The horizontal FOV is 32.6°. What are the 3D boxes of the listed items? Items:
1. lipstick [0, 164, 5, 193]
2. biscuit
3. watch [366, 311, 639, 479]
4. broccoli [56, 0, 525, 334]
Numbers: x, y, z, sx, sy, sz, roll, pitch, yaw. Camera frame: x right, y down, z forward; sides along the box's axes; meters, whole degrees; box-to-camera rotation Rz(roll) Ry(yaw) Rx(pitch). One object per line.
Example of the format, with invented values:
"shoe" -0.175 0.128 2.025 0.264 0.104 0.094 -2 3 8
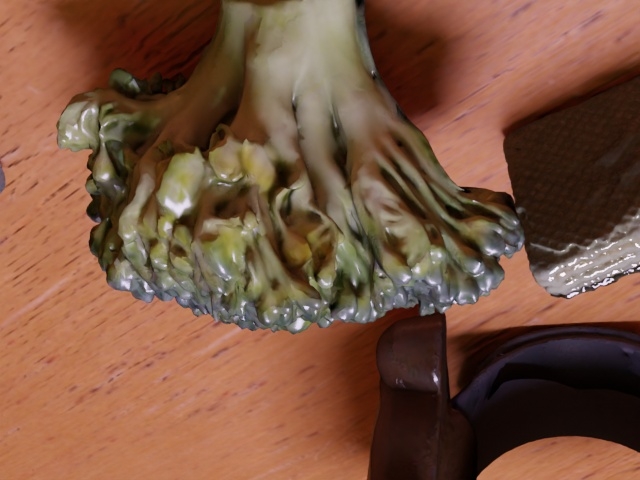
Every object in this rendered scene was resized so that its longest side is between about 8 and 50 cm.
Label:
"lipstick" -0.318 -0.020 0.865 0.158 0.048 0.048 -29 128 25
"biscuit" 0.249 -0.065 0.737 0.252 0.150 0.052 -23 131 22
"watch" 0.205 0.248 0.923 0.326 0.335 0.314 3 135 12
"broccoli" -0.024 -0.059 0.706 0.288 0.248 0.246 -5 113 -5
